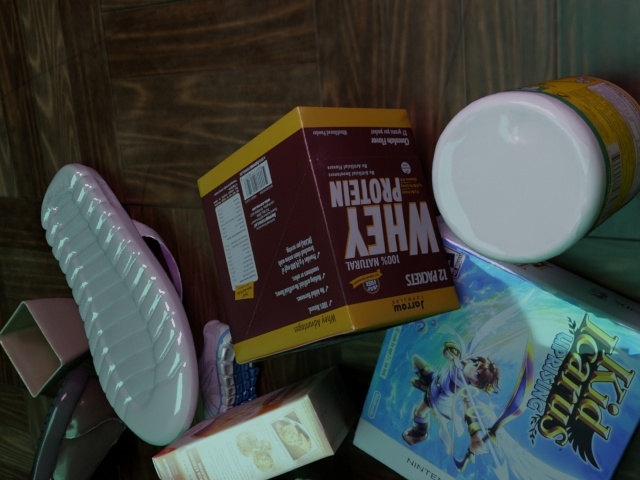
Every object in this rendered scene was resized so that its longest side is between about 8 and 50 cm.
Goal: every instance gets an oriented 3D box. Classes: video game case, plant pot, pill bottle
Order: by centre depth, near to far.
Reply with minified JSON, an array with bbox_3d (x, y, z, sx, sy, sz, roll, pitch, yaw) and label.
[{"bbox_3d":[0.179,-0.062,0.583,0.118,0.208,0.117,12,111,33],"label":"pill bottle"},{"bbox_3d":[0.173,0.145,0.745,0.244,0.061,0.269,27,118,26],"label":"video game case"},{"bbox_3d":[-0.385,0.145,1.132,0.109,0.096,0.109,-43,77,36],"label":"plant pot"}]

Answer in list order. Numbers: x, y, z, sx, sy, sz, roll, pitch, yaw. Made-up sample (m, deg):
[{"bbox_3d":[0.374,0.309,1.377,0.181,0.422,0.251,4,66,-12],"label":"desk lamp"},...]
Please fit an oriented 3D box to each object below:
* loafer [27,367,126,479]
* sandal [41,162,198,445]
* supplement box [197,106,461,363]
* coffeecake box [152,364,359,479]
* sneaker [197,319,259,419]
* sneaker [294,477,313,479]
[{"bbox_3d":[-0.360,0.366,1.123,0.130,0.134,0.365,19,109,-10],"label":"loafer"},{"bbox_3d":[-0.237,0.059,1.000,0.169,0.102,0.416,-46,61,30],"label":"sandal"},{"bbox_3d":[0.000,0.000,0.738,0.191,0.129,0.194,-25,75,50],"label":"supplement box"},{"bbox_3d":[-0.065,0.213,0.848,0.186,0.142,0.068,-25,88,13],"label":"coffeecake box"},{"bbox_3d":[-0.122,0.186,0.980,0.083,0.071,0.190,25,115,43],"label":"sneaker"},{"bbox_3d":[-0.063,0.313,0.804,0.145,0.385,0.147,39,115,53],"label":"sneaker"}]
